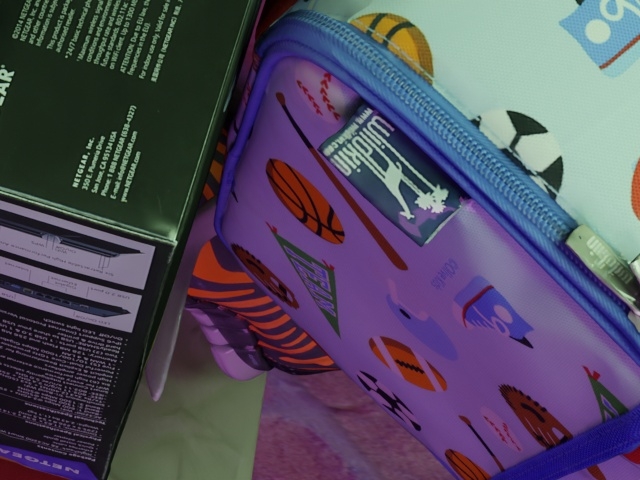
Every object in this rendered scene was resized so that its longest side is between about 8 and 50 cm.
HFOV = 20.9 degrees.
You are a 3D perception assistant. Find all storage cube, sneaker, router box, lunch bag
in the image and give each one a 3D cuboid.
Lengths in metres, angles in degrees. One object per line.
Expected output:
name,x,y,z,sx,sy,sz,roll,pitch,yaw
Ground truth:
storage cube,-0.174,0.143,1.276,0.193,0.215,0.184,-13,143,30
sneaker,0.000,0.000,1.052,0.180,0.124,0.321,0,161,14
router box,-0.067,-0.088,0.685,0.081,0.308,0.243,17,151,-4
lunch bag,0.078,0.014,0.640,0.243,0.115,0.303,46,166,4

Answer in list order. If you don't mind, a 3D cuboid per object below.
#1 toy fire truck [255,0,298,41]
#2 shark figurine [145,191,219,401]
toy fire truck,0.131,-0.105,0.731,0.254,0.169,0.302,25,149,-13
shark figurine,0.038,-0.018,0.883,0.278,0.116,0.166,-18,154,-30
